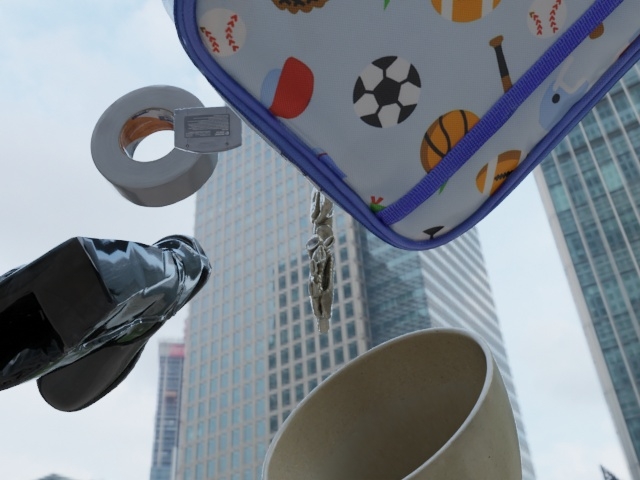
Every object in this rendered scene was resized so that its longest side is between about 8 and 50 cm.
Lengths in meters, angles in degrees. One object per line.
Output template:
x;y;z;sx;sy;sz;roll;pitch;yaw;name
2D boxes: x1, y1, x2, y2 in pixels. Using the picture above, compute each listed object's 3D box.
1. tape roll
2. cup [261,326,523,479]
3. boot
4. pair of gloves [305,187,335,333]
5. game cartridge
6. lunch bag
-0.295;-0.170;1.297;0.219;0.219;0.072;-7;-27;4;tape roll
0.125;0.306;0.930;0.331;0.331;0.237;-25;-73;25;cup
-0.337;0.138;0.971;0.146;0.445;0.367;41;-85;0;boot
0.000;0.000;1.069;0.042;0.240;0.204;2;-20;0;pair of gloves
-0.135;-0.133;0.871;0.083;0.056;0.017;-1;-9;7;game cartridge
0.085;-0.155;0.386;0.303;0.115;0.243;-45;-61;6;lunch bag
